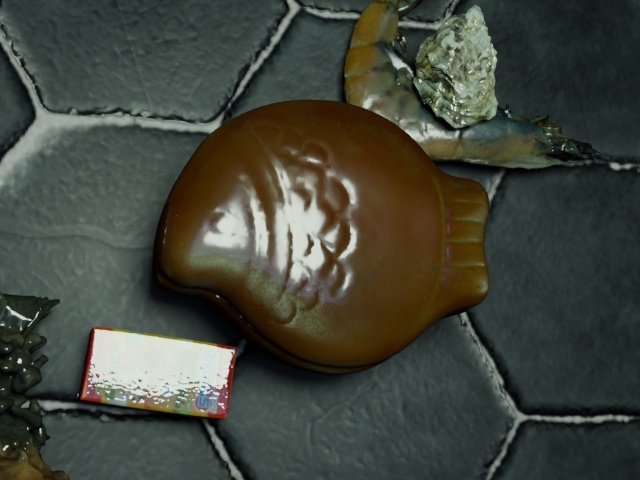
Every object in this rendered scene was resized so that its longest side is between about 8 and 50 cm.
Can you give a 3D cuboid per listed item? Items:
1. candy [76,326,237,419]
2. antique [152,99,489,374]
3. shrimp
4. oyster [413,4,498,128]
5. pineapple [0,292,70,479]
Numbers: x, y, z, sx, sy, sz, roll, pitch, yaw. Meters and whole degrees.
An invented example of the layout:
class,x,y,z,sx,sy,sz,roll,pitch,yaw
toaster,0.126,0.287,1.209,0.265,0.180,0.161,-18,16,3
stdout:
class,x,y,z,sx,sy,sz,roll,pitch,yaw
candy,-0.134,0.110,0.771,0.121,0.038,0.062,10,77,-13
antique,0.000,0.000,0.781,0.278,0.129,0.224,0,79,-15
shrimp,0.151,-0.163,0.896,0.261,0.051,0.198,8,77,-10
oyster,0.131,-0.156,0.849,0.098,0.037,0.100,-31,79,-18
pineapple,-0.250,0.197,0.666,0.201,0.202,0.362,3,60,-14
